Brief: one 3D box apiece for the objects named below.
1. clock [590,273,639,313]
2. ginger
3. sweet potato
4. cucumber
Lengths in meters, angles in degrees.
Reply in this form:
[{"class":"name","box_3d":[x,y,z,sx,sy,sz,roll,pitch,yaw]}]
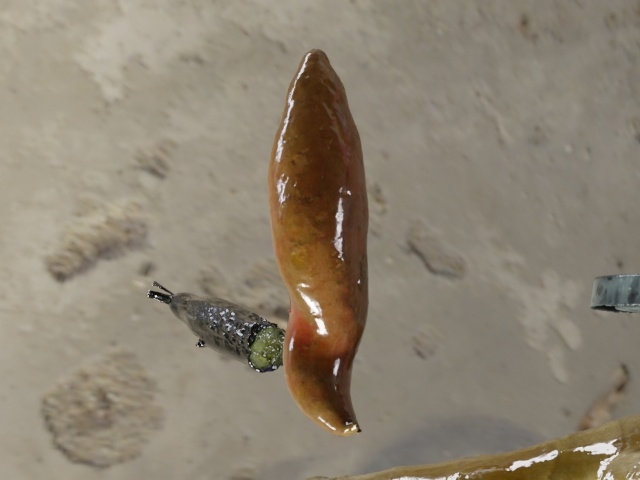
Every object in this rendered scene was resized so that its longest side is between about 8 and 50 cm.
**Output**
[{"class":"clock","box_3d":[0.178,0.029,0.923,0.085,0.085,0.017,2,84,16]},{"class":"ginger","box_3d":[0.111,0.161,1.150,0.299,0.118,0.065,-13,91,22]},{"class":"sweet potato","box_3d":[-0.002,0.000,0.947,0.055,0.058,0.202,-2,89,47]},{"class":"cucumber","box_3d":[-0.073,0.058,1.267,0.163,0.043,0.039,16,76,61]}]
